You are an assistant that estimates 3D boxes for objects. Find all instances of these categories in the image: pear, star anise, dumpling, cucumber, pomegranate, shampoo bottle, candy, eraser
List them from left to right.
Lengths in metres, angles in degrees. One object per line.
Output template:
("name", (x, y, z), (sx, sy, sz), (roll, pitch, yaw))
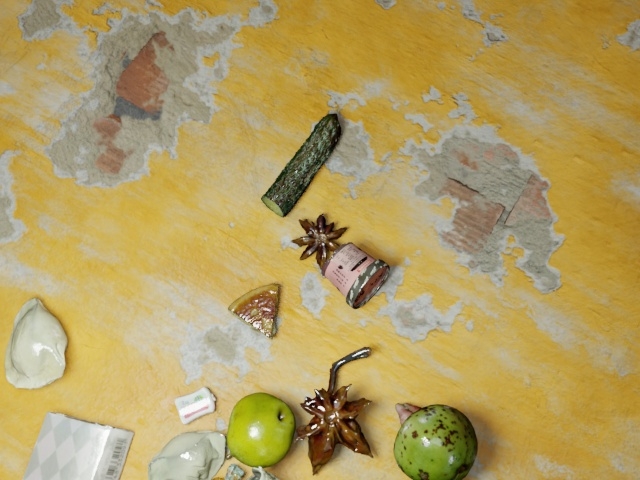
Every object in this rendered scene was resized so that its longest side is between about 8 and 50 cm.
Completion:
("dumpling", (-0.756, 0.275, 1.646), (0.179, 0.131, 0.252), (-39, 66, 12))
("eraser", (-0.626, 0.640, 1.542), (0.212, 0.082, 0.397), (12, 72, 4))
("dumpling", (-0.323, 0.558, 1.571), (0.180, 0.111, 0.155), (-9, 105, 6))
("shampoo bottle", (-0.319, 0.425, 1.638), (0.099, 0.043, 0.072), (-22, 74, -8))
("candy", (-0.267, 0.625, 1.574), (0.182, 0.046, 0.053), (-40, 80, -7))
("pear", (-0.163, 0.481, 1.573), (0.166, 0.216, 0.180), (23, 38, -33))
("cucumber", (-0.036, -0.230, 1.838), (0.096, 0.096, 0.359), (33, 72, 9))
("star anise", (0.000, -0.001, 1.776), (0.167, 0.057, 0.168), (0, 71, 0))
("star anise", (0.053, 0.425, 1.600), (0.237, 0.148, 0.347), (28, 70, -15))
("pomegranate", (0.265, 0.488, 1.566), (0.214, 0.214, 0.248), (-36, 37, -12))

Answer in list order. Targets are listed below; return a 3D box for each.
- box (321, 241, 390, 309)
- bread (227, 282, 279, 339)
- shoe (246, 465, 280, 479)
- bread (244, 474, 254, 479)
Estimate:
("box", (0.090, 0.086, 1.706), (0.135, 0.151, 0.151), (40, 75, 19))
("bread", (-0.183, 0.191, 1.712), (0.135, 0.054, 0.155), (3, 66, -1))
("shoe", (-0.117, 0.604, 1.494), (0.316, 0.124, 0.160), (-4, 101, -20))
("bread", (-0.213, 0.661, 1.559), (0.214, 0.053, 0.073), (-38, 80, -13))
